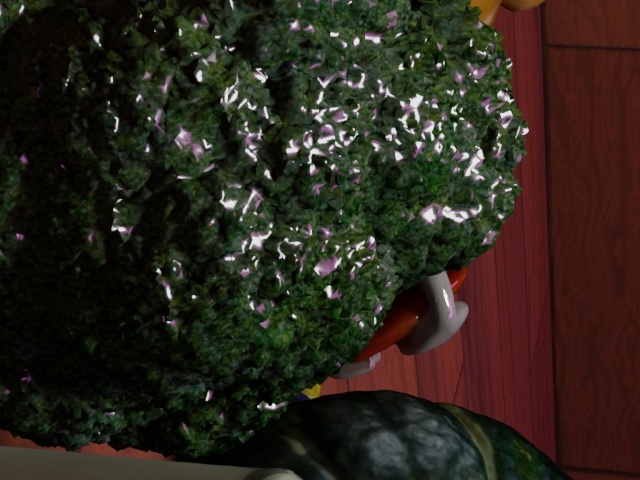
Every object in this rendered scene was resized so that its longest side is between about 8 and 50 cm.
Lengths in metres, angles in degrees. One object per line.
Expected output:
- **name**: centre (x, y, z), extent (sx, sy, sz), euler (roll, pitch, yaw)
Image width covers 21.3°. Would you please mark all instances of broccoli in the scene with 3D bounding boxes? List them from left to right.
- **broccoli**: centre (-0.071, -0.060, 0.712), extent (0.321, 0.303, 0.283), euler (79, -10, -51)

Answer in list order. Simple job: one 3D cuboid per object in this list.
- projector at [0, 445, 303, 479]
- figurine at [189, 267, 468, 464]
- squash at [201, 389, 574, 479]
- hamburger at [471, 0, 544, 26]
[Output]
- **projector**: centre (-0.134, 0.205, 0.489), extent (0.249, 0.249, 0.248), euler (-70, 158, -48)
- **figurine**: centre (0.002, 0.006, 1.198), extent (0.193, 0.154, 0.421), euler (42, 52, -27)
- **squash**: centre (0.030, 0.197, 0.800), extent (0.165, 0.252, 0.252), euler (-179, -87, -77)
- **hamburger**: centre (0.024, -0.213, 1.038), extent (0.276, 0.236, 0.276), euler (4, 90, -78)
